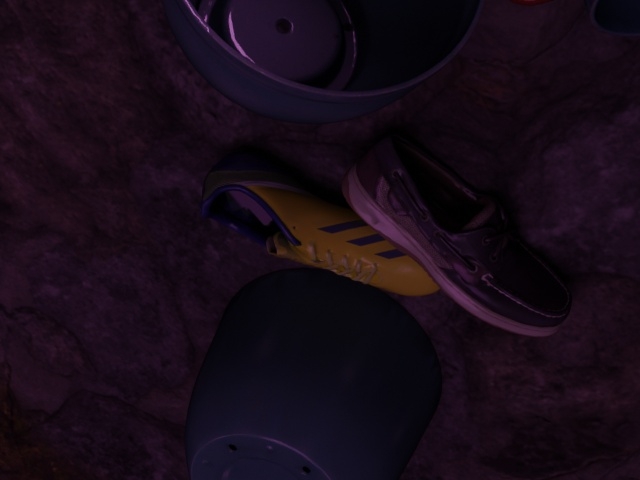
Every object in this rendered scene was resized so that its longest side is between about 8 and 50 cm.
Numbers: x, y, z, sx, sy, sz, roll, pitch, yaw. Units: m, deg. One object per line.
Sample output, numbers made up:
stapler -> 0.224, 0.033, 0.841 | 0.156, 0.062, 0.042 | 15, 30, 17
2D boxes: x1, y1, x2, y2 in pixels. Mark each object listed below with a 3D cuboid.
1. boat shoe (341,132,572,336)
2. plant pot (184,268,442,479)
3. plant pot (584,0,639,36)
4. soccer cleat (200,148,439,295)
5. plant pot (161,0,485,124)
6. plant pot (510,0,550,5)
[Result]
boat shoe -> 0.156, -0.006, 1.334 | 0.285, 0.103, 0.092 | 38, 134, 0
plant pot -> -0.026, 0.220, 1.482 | 0.292, 0.235, 0.293 | 11, 128, 14
plant pot -> 0.317, -0.309, 0.968 | 0.290, 0.290, 0.196 | -24, 77, 33
soccer cleat -> -0.001, 0.001, 1.386 | 0.289, 0.121, 0.093 | 27, 129, 2
plant pot -> -0.017, -0.227, 1.153 | 0.293, 0.293, 0.196 | 33, 156, -3
plant pot -> 0.176, -0.340, 0.770 | 0.267, 0.236, 0.267 | -10, 151, 40
